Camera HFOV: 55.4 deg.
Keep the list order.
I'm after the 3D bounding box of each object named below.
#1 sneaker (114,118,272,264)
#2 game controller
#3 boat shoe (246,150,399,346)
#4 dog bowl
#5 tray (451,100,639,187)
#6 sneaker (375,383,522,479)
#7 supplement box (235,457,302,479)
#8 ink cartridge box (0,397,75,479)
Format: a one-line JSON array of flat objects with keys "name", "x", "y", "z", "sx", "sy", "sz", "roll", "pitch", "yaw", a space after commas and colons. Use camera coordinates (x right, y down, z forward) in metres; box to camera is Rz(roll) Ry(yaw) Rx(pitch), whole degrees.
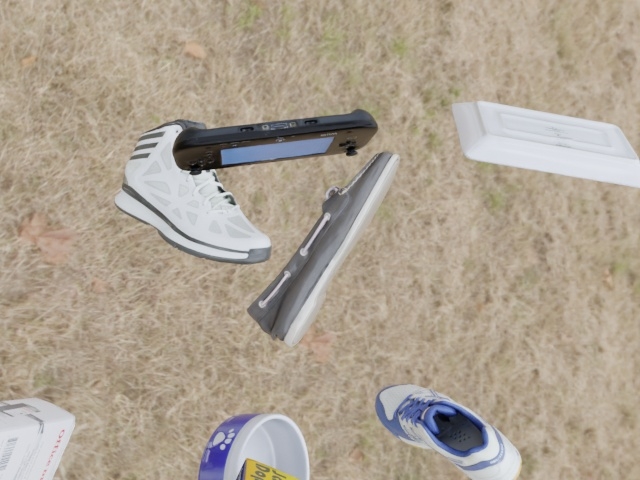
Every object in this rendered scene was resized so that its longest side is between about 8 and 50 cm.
[{"name": "sneaker", "x": -0.277, "y": -0.127, "z": 1.369, "sx": 0.169, "sy": 0.447, "sz": 0.258, "roll": -10, "pitch": 121, "yaw": -60}, {"name": "game controller", "x": -0.072, "y": -0.154, "z": 0.967, "sx": 0.319, "sy": 0.166, "sz": 0.067, "roll": -9, "pitch": 94, "yaw": -9}, {"name": "boat shoe", "x": 0.000, "y": 0.000, "z": 0.914, "sx": 0.095, "sy": 0.112, "sz": 0.335, "roll": 31, "pitch": 96, "yaw": 10}, {"name": "dog bowl", "x": -0.137, "y": 0.509, "z": 1.312, "sx": 0.265, "sy": 0.104, "sz": 0.265, "roll": 20, "pitch": 66, "yaw": -55}, {"name": "tray", "x": 0.325, "y": -0.144, "z": 0.856, "sx": 0.270, "sy": 0.030, "sz": 0.145, "roll": 9, "pitch": 42, "yaw": -5}, {"name": "sneaker", "x": 0.196, "y": 0.299, "z": 1.031, "sx": 0.112, "sy": 0.296, "sz": 0.131, "roll": -53, "pitch": 128, "yaw": -19}, {"name": "supplement box", "x": -0.124, "y": 0.619, "z": 1.088, "sx": 0.195, "sy": 0.194, "sz": 0.357, "roll": 25, "pitch": 93, "yaw": -7}, {"name": "ink cartridge box", "x": -0.469, "y": 0.318, "z": 0.870, "sx": 0.092, "sy": 0.218, "sz": 0.159, "roll": 20, "pitch": 83, "yaw": 14}]
